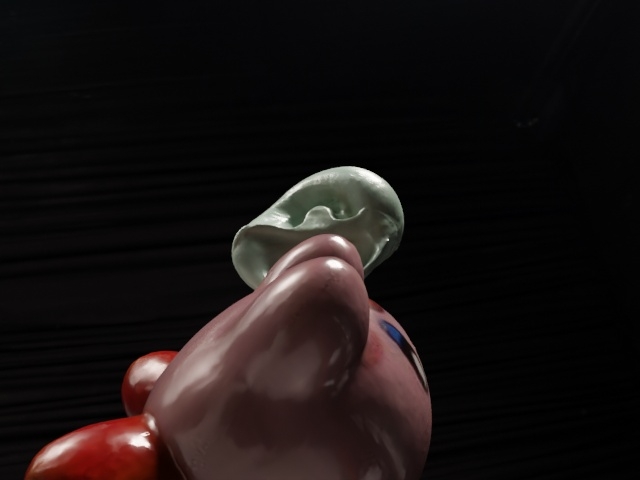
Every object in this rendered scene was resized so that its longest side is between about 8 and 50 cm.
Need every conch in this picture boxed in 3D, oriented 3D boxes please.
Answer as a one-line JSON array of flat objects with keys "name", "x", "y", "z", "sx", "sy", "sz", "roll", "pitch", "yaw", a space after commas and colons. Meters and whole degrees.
[{"name": "conch", "x": 0.003, "y": 0.003, "z": 0.799, "sx": 0.185, "sy": 0.221, "sz": 0.121, "roll": 33, "pitch": -29, "yaw": 55}]

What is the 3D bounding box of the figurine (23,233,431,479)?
[{"name": "figurine", "x": -0.032, "y": 0.148, "z": 0.523, "sx": 0.211, "sy": 0.261, "sz": 0.270, "roll": 54, "pitch": 4, "yaw": -5}]
